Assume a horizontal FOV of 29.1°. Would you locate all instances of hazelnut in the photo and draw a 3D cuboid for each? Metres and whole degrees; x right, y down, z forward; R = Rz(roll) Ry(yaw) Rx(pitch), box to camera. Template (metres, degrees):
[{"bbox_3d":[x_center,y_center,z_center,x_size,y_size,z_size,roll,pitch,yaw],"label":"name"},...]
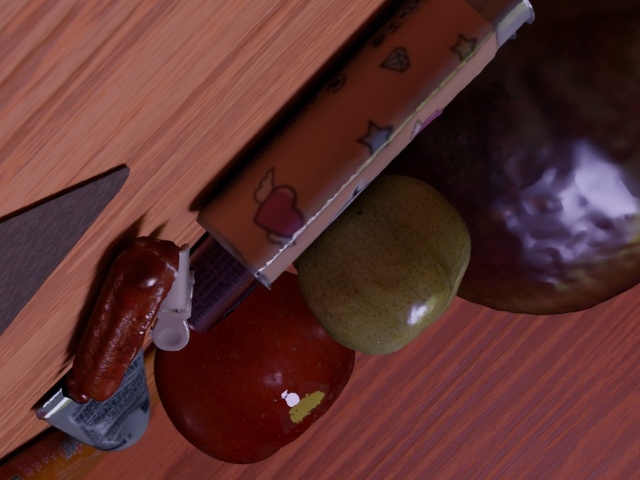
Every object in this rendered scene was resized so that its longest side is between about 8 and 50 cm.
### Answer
[{"bbox_3d":[0.240,-0.118,1.289,0.421,0.352,0.421,-22,160,-8],"label":"hazelnut"}]

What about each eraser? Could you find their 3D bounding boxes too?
[{"bbox_3d":[0.033,-0.092,0.967,0.290,0.087,0.171,-46,-177,-2],"label":"eraser"}]

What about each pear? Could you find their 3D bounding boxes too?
[{"bbox_3d":[0.054,0.021,1.079,0.167,0.136,0.167,-45,172,-9],"label":"pear"}]

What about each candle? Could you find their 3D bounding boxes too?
[{"bbox_3d":[-0.149,0.063,0.912,0.329,0.048,0.051,130,-23,-64],"label":"candle"}]

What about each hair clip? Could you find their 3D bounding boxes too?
[{"bbox_3d":[-0.117,0.045,0.963,0.226,0.034,0.072,127,-32,-80],"label":"hair clip"}]

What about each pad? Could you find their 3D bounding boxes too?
[{"bbox_3d":[-0.198,0.068,0.607,0.266,0.002,0.176,-47,178,22],"label":"pad"}]

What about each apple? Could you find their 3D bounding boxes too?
[{"bbox_3d":[-0.089,0.159,1.595,0.260,0.216,0.260,-46,179,-1],"label":"apple"}]

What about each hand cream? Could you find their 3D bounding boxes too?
[{"bbox_3d":[-0.221,0.157,1.248,0.124,0.078,0.340,-45,170,-16],"label":"hand cream"}]

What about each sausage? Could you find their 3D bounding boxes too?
[{"bbox_3d":[-0.289,0.236,1.317,0.053,0.053,0.348,-46,178,6],"label":"sausage"}]

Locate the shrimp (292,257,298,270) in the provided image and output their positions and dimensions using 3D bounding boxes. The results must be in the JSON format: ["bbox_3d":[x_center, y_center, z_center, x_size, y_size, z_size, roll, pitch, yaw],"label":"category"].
[{"bbox_3d":[-0.003,-0.005,1.608,0.095,0.045,0.162,-35,137,-13],"label":"shrimp"}]

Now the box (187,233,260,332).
[{"bbox_3d":[-0.046,-0.018,1.144,0.224,0.069,0.120,-45,178,14],"label":"box"}]
